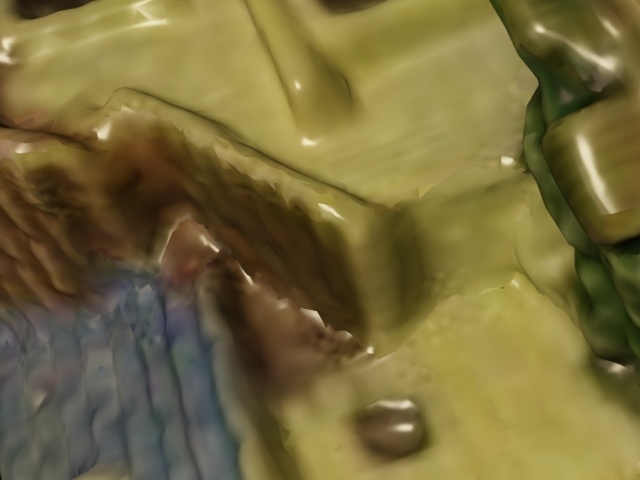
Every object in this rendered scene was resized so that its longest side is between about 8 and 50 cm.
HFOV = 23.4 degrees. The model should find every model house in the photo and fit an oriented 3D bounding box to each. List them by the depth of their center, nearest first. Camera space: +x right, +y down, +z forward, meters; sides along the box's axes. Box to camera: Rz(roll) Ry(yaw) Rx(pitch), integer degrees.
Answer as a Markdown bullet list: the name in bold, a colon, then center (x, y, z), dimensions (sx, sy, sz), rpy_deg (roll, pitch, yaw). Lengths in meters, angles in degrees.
- **model house**: center (0.000, 0.000, 0.427), dimensions (0.261, 0.266, 0.321), rpy_deg (74, 175, -52)
